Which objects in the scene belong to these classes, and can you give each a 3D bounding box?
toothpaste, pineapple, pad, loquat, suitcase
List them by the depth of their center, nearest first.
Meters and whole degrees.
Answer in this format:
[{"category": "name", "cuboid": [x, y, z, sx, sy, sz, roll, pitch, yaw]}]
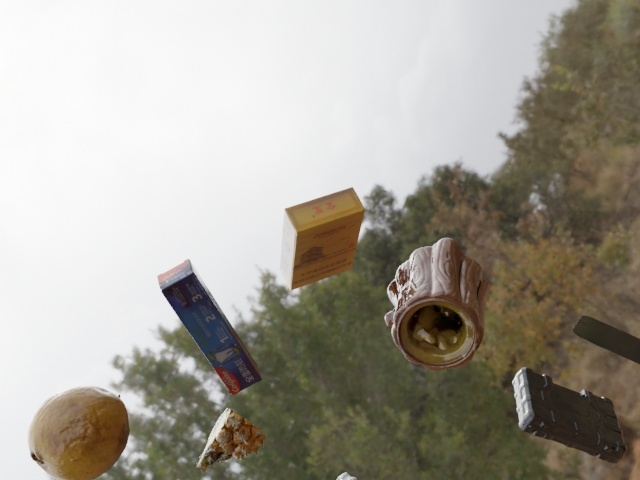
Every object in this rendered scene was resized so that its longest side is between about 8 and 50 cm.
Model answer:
[{"category": "toothpaste", "cuboid": [-0.226, 0.185, 1.686, 0.320, 0.076, 0.066, 63, 177, -33]}, {"category": "pad", "cuboid": [0.661, 0.280, 1.795, 0.323, 0.250, 0.055, -42, -30, -46]}, {"category": "loquat", "cuboid": [-0.567, 0.455, 1.924, 0.238, 0.238, 0.193, -52, -19, -51]}, {"category": "pineapple", "cuboid": [-0.231, 0.544, 2.122, 0.164, 0.140, 0.250, -62, 6, -32]}, {"category": "suitcase", "cuboid": [0.647, 0.455, 2.122, 0.206, 0.286, 0.066, -79, 12, -58]}]

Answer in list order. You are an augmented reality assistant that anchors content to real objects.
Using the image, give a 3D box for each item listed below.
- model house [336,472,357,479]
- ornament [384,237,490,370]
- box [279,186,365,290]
[{"category": "model house", "cuboid": [0.033, 0.765, 2.213, 0.214, 0.189, 0.195, 177, 75, -74]}, {"category": "ornament", "cuboid": [0.238, 0.139, 1.673, 0.217, 0.221, 0.235, -65, -25, -66]}, {"category": "box", "cuboid": [0.000, 0.000, 1.930, 0.174, 0.076, 0.274, -20, -28, -17]}]
